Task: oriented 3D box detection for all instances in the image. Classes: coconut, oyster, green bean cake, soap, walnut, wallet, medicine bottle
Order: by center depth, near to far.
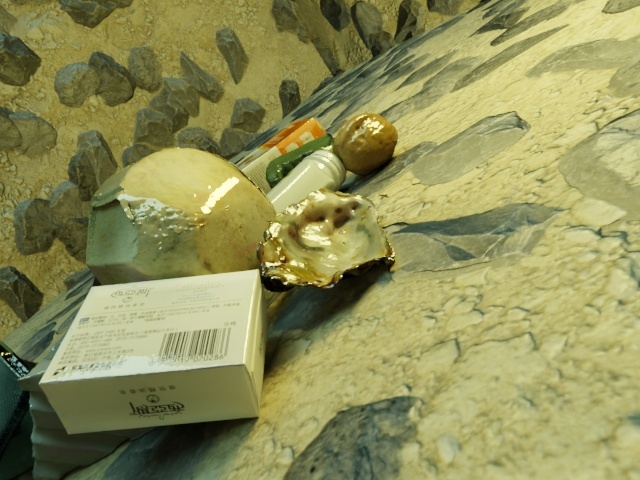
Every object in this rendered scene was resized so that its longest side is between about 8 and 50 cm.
[{"bbox_3d":[-0.628,0.372,0.927,0.191,0.046,0.379,25,83,27],"label":"wallet"},{"bbox_3d":[-0.336,0.300,0.945,0.302,0.258,0.159,9,22,-5],"label":"soap"},{"bbox_3d":[-0.003,-0.006,0.964,0.221,0.096,0.361,5,26,-8],"label":"oyster"},{"bbox_3d":[-0.264,-0.006,1.013,0.352,0.352,0.352,-31,19,12],"label":"coconut"},{"bbox_3d":[-0.068,-0.084,1.269,0.324,0.124,0.179,-50,2,-34],"label":"medicine bottle"},{"bbox_3d":[0.108,-0.245,1.338,0.166,0.149,0.166,-18,50,23],"label":"walnut"},{"bbox_3d":[-0.036,-0.205,1.519,0.227,0.125,0.222,-31,17,8],"label":"green bean cake"}]

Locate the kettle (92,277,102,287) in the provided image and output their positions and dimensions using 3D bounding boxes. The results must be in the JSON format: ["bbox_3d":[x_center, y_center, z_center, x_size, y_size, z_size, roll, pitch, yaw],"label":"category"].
[{"bbox_3d":[-0.540,0.136,1.552,0.232,0.144,0.202,-19,44,33],"label":"kettle"}]

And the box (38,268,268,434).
[{"bbox_3d":[-0.222,0.156,0.782,0.274,0.116,0.203,-6,34,2],"label":"box"}]

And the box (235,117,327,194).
[{"bbox_3d":[-0.145,-0.255,1.791,0.341,0.143,0.225,-40,19,-11],"label":"box"}]

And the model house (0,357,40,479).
[{"bbox_3d":[-0.680,0.340,1.112,0.280,0.249,0.230,-30,19,14],"label":"model house"}]
